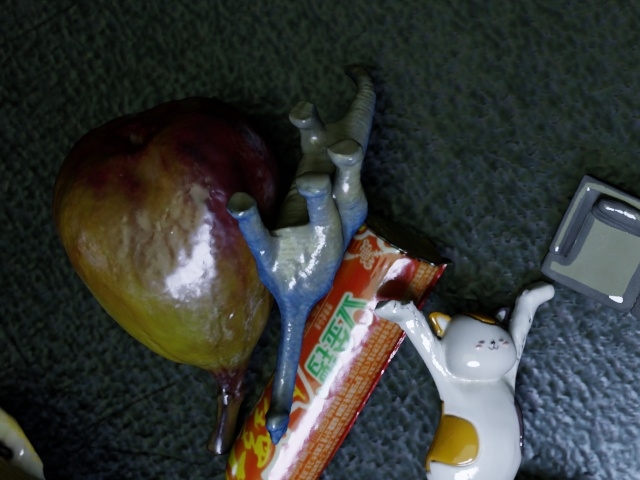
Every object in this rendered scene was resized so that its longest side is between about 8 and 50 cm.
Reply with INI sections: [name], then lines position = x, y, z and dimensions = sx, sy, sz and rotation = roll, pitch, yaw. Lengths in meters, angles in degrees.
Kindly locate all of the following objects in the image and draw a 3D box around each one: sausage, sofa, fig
[sausage]
position = 0.001, 0.108, 1.357
dimensions = 0.083, 0.083, 0.264
rotation = 30, 99, 6
[sofa]
position = 0.239, 0.019, 1.312
dimensions = 0.147, 0.060, 0.085
rotation = 26, 99, 7
[fig]
position = -0.097, 0.035, 1.345
dimensions = 0.170, 0.145, 0.274
rotation = -10, 106, 12

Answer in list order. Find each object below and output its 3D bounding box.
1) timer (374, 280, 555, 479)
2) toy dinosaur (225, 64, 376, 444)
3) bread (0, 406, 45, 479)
[timer]
position = 0.118, 0.167, 1.304
dimensions = 0.175, 0.175, 0.266
rotation = -8, 86, 11
[toy dinosaur]
position = 0.000, 0.000, 1.317
dimensions = 0.075, 0.247, 0.188
rotation = 9, 136, 17
[bread]
position = -0.275, 0.231, 1.367
dimensions = 0.170, 0.197, 0.197
rotation = -35, 88, 0
